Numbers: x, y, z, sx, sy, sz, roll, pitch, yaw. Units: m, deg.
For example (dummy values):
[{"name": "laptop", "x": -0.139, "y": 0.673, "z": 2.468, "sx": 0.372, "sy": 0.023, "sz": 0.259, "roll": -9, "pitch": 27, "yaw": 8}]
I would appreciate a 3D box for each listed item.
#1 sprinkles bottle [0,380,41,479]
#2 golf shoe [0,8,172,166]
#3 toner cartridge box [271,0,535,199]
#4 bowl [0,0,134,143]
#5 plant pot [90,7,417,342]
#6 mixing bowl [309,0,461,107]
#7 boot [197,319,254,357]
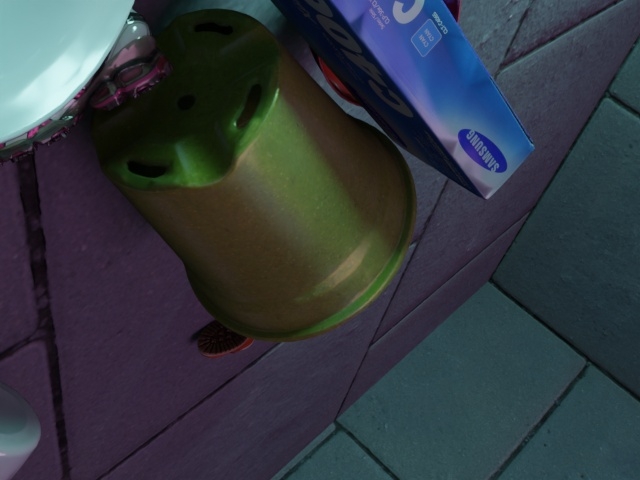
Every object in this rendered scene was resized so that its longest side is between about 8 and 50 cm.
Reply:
[{"name": "sprinkles bottle", "x": -0.437, "y": 0.304, "z": 0.737, "sx": 0.355, "sy": 0.121, "sz": 0.121, "roll": -52, "pitch": 160, "yaw": 7}, {"name": "golf shoe", "x": -0.213, "y": -0.120, "z": 0.554, "sx": 0.186, "sy": 0.086, "sz": 0.067, "roll": -32, "pitch": -161, "yaw": -7}, {"name": "toner cartridge box", "x": 0.049, "y": -0.181, "z": 0.632, "sx": 0.075, "sy": 0.165, "sz": 0.348, "roll": -48, "pitch": 133, "yaw": 2}, {"name": "bowl", "x": -0.192, "y": -0.191, "z": 0.282, "sx": 0.298, "sy": 0.134, "sz": 0.298, "roll": 12, "pitch": 90, "yaw": -76}, {"name": "plant pot", "x": -0.070, "y": -0.070, "z": 0.687, "sx": 0.276, "sy": 0.276, "sz": 0.254, "roll": -48, "pitch": 149, "yaw": -4}, {"name": "mixing bowl", "x": 0.049, "y": -0.245, "z": 0.771, "sx": 0.181, "sy": 0.098, "sz": 0.181, "roll": -18, "pitch": 128, "yaw": -25}, {"name": "boot", "x": -0.149, "y": 0.166, "z": 1.187, "sx": 0.158, "sy": 0.059, "sz": 0.084, "roll": -25, "pitch": 154, "yaw": -51}]
